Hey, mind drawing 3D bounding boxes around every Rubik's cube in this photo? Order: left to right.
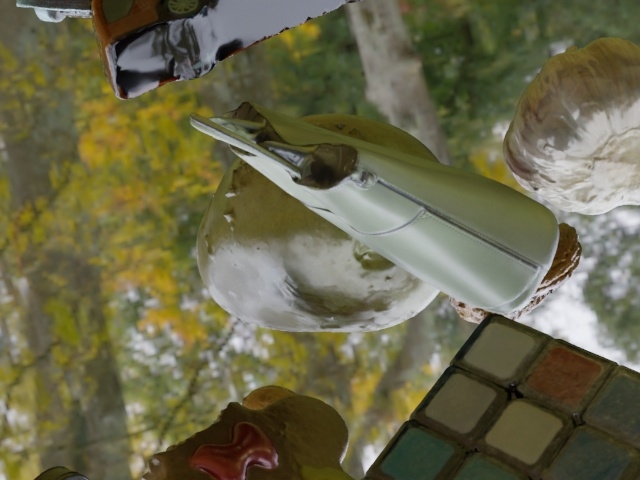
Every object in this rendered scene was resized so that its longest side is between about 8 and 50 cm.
[{"bbox_3d":[0.187,0.279,1.010,0.293,0.292,0.287,24,-119,33],"label":"Rubik's cube"}]

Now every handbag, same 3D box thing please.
[{"bbox_3d":[0.035,-0.057,1.154,0.315,0.109,0.241,29,180,-30],"label":"handbag"}]

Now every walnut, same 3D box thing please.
[{"bbox_3d":[-0.060,0.264,2.073,0.121,0.091,0.052,23,169,-5],"label":"walnut"}]

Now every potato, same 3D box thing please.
[{"bbox_3d":[-0.017,-0.010,1.586,0.359,0.270,0.219,-16,-140,48],"label":"potato"}]

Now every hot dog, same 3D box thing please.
[{"bbox_3d":[0.291,0.052,2.034,0.227,0.099,0.160,-30,169,-28],"label":"hot dog"}]

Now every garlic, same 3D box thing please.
[{"bbox_3d":[0.293,-0.147,1.533,0.218,0.218,0.212,-15,-137,-3],"label":"garlic"}]

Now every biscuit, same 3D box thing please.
[{"bbox_3d":[-0.010,0.345,1.521,0.368,0.394,0.076,-26,156,-48],"label":"biscuit"}]

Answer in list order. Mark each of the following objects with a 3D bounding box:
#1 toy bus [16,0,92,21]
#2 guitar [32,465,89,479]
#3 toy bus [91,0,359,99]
[{"bbox_3d":[-0.263,-0.363,1.862,0.138,0.167,0.275,9,-174,30],"label":"toy bus"},{"bbox_3d":[-0.236,0.351,1.424,0.038,0.271,0.084,10,-142,40],"label":"guitar"},{"bbox_3d":[-0.034,-0.260,1.366,0.409,0.093,0.092,-26,-126,-17],"label":"toy bus"}]
